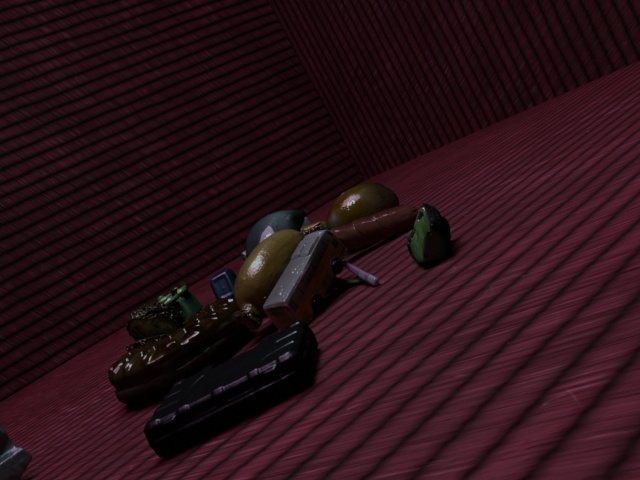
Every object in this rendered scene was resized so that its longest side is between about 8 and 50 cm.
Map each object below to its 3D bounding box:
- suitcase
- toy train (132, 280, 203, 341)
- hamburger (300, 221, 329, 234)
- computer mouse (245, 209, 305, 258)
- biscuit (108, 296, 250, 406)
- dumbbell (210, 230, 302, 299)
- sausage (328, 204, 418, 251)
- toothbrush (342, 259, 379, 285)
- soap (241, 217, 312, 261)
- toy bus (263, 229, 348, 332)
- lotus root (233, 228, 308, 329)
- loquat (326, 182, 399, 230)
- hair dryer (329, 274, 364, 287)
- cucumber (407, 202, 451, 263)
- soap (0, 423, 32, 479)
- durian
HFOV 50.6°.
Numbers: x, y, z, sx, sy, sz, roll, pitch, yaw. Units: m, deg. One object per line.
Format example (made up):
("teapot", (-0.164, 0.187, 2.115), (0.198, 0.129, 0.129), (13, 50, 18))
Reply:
("suitcase", (-0.141, 0.241, 1.134), (0.285, 0.066, 0.206), (-28, 6, 7))
("toy train", (-0.465, 0.247, 2.121), (0.188, 0.159, 0.272), (-37, 4, 13))
("hamburger", (0.000, 0.000, 2.116), (0.138, 0.083, 0.147), (-15, -30, 23))
("computer mouse", (-0.130, -0.042, 1.945), (0.167, 0.090, 0.379), (-24, 14, 13))
("biscuit", (-0.318, 0.255, 1.583), (0.366, 0.115, 0.268), (-33, 7, -19))
("dumbbell", (-0.159, 0.097, 1.990), (0.316, 0.156, 0.144), (-29, 37, 0))
("sausage", (0.070, -0.005, 1.876), (0.433, 0.088, 0.088), (-19, 6, -2))
("toothbrush", (0.070, 0.063, 1.558), (0.025, 0.020, 0.286), (-5, 12, -18))
("soap", (-0.118, 0.042, 2.205), (0.261, 0.150, 0.094), (-34, 5, -31))
("toy bus", (-0.030, 0.086, 1.513), (0.092, 0.106, 0.268), (-15, 31, 38))
("lotus root", (-0.122, 0.081, 1.603), (0.130, 0.146, 0.303), (13, 48, 23))
("loquat", (0.128, -0.078, 2.011), (0.227, 0.179, 0.179), (-33, 7, -5))
("hair dryer", (0.004, 0.123, 1.592), (0.167, 0.067, 0.199), (-40, 24, -15))
("cucumber", (0.234, -0.009, 1.418), (0.193, 0.085, 0.115), (-62, -11, -76))
("soap", (-0.865, 0.458, 1.328), (0.213, 0.350, 0.435), (-22, 12, 44))
("durian", (-0.429, 0.261, 1.826), (0.167, 0.196, 0.196), (-11, 16, 39))
